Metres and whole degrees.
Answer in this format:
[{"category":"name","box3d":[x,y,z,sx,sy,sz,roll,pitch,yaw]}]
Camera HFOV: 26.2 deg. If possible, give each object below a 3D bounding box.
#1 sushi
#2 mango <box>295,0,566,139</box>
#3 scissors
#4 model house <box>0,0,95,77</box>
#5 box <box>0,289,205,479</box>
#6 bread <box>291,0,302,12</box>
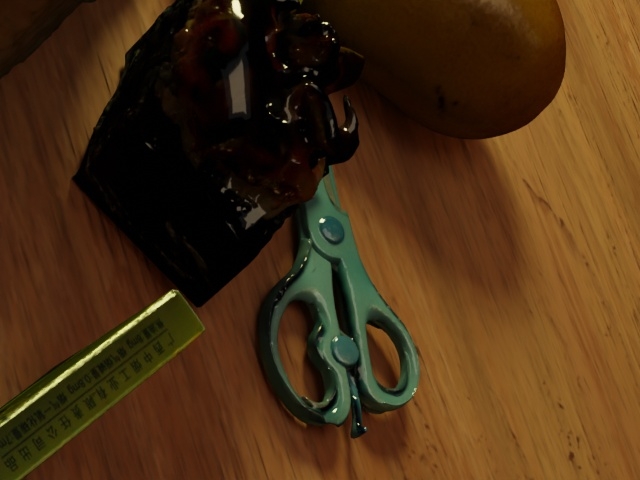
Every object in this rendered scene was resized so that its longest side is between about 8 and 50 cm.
[{"category":"sushi","box3d":[-0.075,-0.119,1.179,0.215,0.212,0.227,45,48,-2]},{"category":"mango","box3d":[0.124,-0.231,1.468,0.317,0.173,0.211,21,95,-27]},{"category":"scissors","box3d":[0.000,0.000,1.321,0.180,0.032,0.393,9,62,-39]},{"category":"model house","box3d":[-0.252,-0.413,1.052,0.445,0.400,0.395,47,45,-12]},{"category":"box","box3d":[-0.223,0.146,0.914,0.043,0.173,0.311,55,41,-3]},{"category":"bread","box3d":[-0.073,-0.289,1.361,0.114,0.111,0.129,0,104,-40]}]
